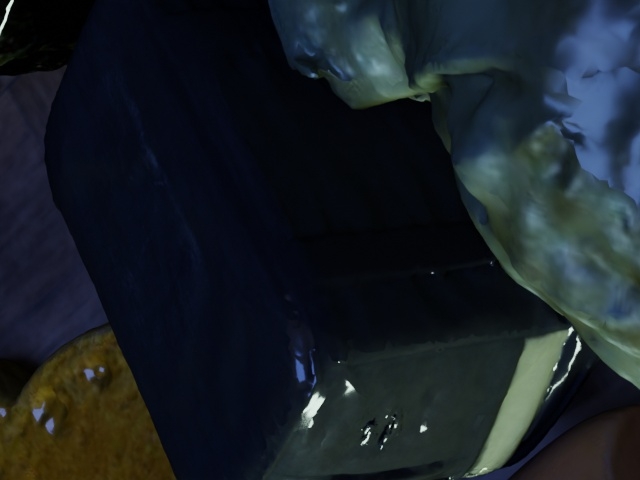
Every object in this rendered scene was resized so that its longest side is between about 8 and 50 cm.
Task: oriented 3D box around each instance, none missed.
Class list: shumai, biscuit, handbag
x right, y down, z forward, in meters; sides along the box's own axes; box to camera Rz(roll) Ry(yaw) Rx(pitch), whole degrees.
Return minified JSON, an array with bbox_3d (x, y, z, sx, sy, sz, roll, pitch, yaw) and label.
[{"bbox_3d":[0.084,-0.108,0.695,0.289,0.292,0.330,11,70,20],"label":"shumai"},{"bbox_3d":[-0.127,0.178,1.058,0.287,0.057,0.343,38,119,23],"label":"biscuit"},{"bbox_3d":[0.000,0.000,0.842,0.254,0.181,0.181,61,141,31],"label":"handbag"}]

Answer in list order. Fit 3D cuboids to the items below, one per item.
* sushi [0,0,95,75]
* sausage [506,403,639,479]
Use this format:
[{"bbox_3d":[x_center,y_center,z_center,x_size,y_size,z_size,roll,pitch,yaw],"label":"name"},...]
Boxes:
[{"bbox_3d":[-0.141,-0.213,0.920,0.350,0.171,0.211,-46,71,32],"label":"sushi"},{"bbox_3d":[0.079,0.202,0.879,0.121,0.121,0.304,51,124,16],"label":"sausage"}]
